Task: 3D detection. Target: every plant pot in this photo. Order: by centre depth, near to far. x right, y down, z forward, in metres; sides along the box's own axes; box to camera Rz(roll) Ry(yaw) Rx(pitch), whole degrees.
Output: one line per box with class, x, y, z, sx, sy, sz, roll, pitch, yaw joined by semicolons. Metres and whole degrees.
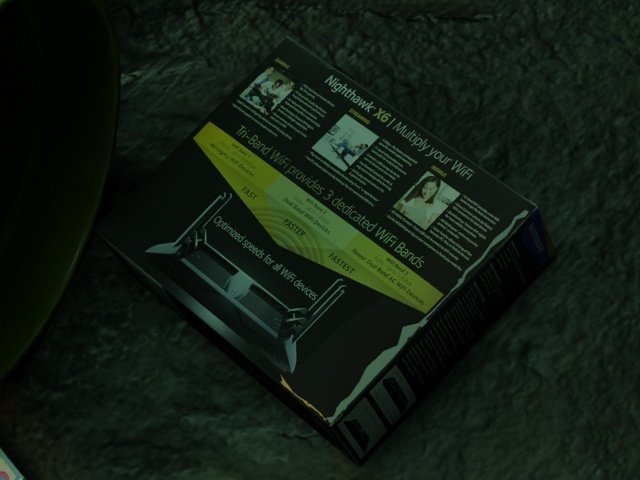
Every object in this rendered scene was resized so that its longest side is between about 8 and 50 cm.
plant pot;-0.407;-0.087;1.574;0.353;0.366;0.366;17;67;16

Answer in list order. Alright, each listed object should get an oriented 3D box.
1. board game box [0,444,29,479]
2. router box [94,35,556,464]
board game box;-0.328;0.223;1.602;0.154;0.026;0.103;-41;55;-7
router box;0.000;0.000;1.584;0.243;0.081;0.309;-45;56;-10
